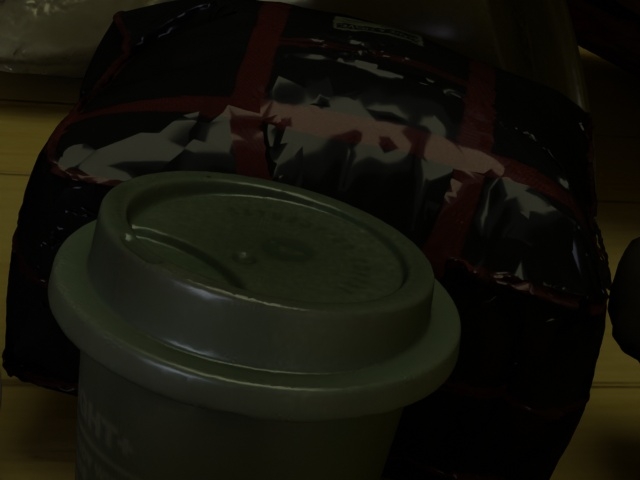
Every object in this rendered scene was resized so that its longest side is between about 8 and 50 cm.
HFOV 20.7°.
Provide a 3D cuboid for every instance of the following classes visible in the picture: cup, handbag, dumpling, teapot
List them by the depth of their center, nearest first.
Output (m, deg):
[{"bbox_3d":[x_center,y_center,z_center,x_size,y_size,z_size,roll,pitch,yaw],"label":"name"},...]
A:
[{"bbox_3d":[-0.027,0.061,0.521,0.120,0.141,0.120,11,20,-4],"label":"cup"},{"bbox_3d":[0.000,0.000,0.651,0.215,0.155,0.169,12,31,-3],"label":"handbag"},{"bbox_3d":[0.027,-0.074,0.832,0.175,0.186,0.267,-11,-17,21],"label":"teapot"},{"bbox_3d":[-0.128,-0.139,0.968,0.199,0.118,0.136,-34,44,-30],"label":"dumpling"}]

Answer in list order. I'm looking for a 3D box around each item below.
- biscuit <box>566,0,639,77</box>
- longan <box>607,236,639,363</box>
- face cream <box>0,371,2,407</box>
[{"bbox_3d":[0.181,-0.137,1.031,0.314,0.063,0.367,22,3,25],"label":"biscuit"},{"bbox_3d":[0.197,0.043,0.640,0.204,0.159,0.185,21,32,35],"label":"longan"},{"bbox_3d":[-0.243,0.041,0.557,0.269,0.073,0.107,-4,36,-33],"label":"face cream"}]
